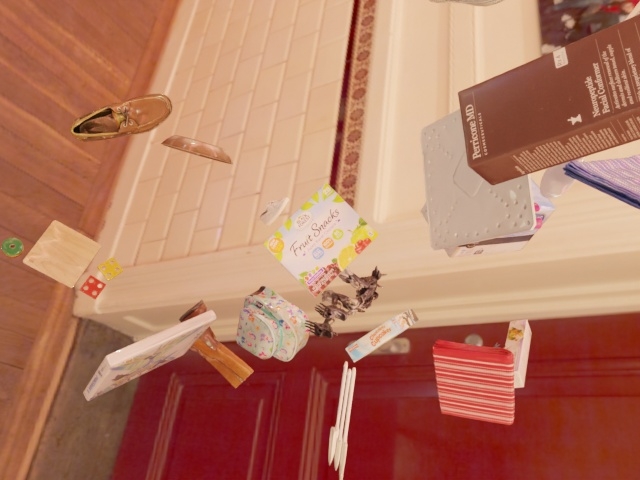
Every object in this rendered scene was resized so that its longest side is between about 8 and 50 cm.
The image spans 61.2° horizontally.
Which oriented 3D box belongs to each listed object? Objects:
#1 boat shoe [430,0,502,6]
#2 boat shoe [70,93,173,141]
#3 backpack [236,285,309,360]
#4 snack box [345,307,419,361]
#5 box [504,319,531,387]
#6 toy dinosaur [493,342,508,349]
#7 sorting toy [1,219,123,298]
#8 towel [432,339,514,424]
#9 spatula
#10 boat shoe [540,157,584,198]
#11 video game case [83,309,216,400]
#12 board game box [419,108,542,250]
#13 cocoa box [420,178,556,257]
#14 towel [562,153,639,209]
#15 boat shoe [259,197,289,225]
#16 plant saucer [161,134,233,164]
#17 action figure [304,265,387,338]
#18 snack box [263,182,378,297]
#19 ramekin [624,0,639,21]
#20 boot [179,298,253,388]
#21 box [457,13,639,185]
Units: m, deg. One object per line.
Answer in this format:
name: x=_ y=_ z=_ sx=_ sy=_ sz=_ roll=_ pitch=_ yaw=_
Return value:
boat shoe: x=0.328 y=-0.583 z=1.230 sx=0.081 sy=0.228 sz=0.079 roll=0 pitch=101 yaw=-57
boat shoe: x=-0.600 y=-0.365 z=1.645 sx=0.104 sy=0.307 sz=0.110 roll=-118 pitch=-173 yaw=-77
backpack: x=-0.172 y=0.315 z=1.958 sx=0.191 sy=0.254 sz=0.225 roll=-42 pitch=153 yaw=-52
snack box: x=0.224 y=0.325 z=1.890 sx=0.060 sy=0.187 sz=0.322 roll=57 pitch=18 yaw=13
box: x=0.665 y=0.377 z=1.835 sx=0.324 sy=0.063 sz=0.067 roll=-46 pitch=116 yaw=-56
toy dinosaur: x=0.463 y=0.296 z=1.420 sx=0.082 sy=0.090 sz=0.047 roll=55 pitch=49 yaw=-55
sorting toy: x=-0.651 y=0.044 z=1.387 sx=0.275 sy=0.046 sz=0.132 roll=31 pitch=62 yaw=-11
towel: x=0.401 y=0.372 z=1.408 sx=0.031 sy=0.199 sz=0.274 roll=-59 pitch=144 yaw=-47
spatula: x=0.047 y=0.400 z=1.224 sx=0.168 sy=0.019 sz=0.241 roll=130 pitch=-33 yaw=-83
boat shoe: x=0.780 y=-0.245 z=1.704 sx=0.258 sy=0.095 sz=0.084 roll=-59 pitch=163 yaw=11
video game case: x=-0.489 y=0.330 z=1.555 sx=0.329 sy=0.300 sz=0.036 roll=-21 pitch=73 yaw=-43
board game box: x=0.439 y=-0.189 z=1.533 sx=0.050 sy=0.390 sz=0.389 roll=1 pitch=81 yaw=-29
cocoa box: x=0.578 y=-0.108 z=1.880 sx=0.347 sy=0.228 sz=0.231 roll=-4 pitch=50 yaw=-27
towel: x=0.807 y=-0.155 z=1.355 sx=0.336 sy=0.243 sz=0.040 roll=-10 pitch=124 yaw=-28
boat shoe: x=-0.184 y=-0.124 z=2.122 sx=0.063 sy=0.184 sz=0.066 roll=38 pitch=55 yaw=-9
plant saucer: x=-0.330 y=-0.250 z=1.471 sx=0.199 sy=0.199 sz=0.036 roll=11 pitch=95 yaw=-58
action figure: x=0.071 y=0.145 z=1.475 sx=0.276 sy=0.141 sz=0.164 roll=-34 pitch=151 yaw=-48
snack box: x=0.000 y=0.000 z=1.261 sx=0.174 sy=0.207 sz=0.070 roll=46 pitch=-5 yaw=2
ramekin: x=0.756 y=-0.494 z=1.120 sx=0.135 sy=0.277 sz=0.277 roll=39 pitch=34 yaw=6
boot: x=-0.331 y=0.339 z=1.725 sx=0.280 sy=0.264 sz=0.096 roll=42 pitch=45 yaw=7
box: x=0.486 y=-0.269 z=1.089 sx=0.143 sy=0.381 sz=0.191 roll=20 pitch=60 yaw=-46
